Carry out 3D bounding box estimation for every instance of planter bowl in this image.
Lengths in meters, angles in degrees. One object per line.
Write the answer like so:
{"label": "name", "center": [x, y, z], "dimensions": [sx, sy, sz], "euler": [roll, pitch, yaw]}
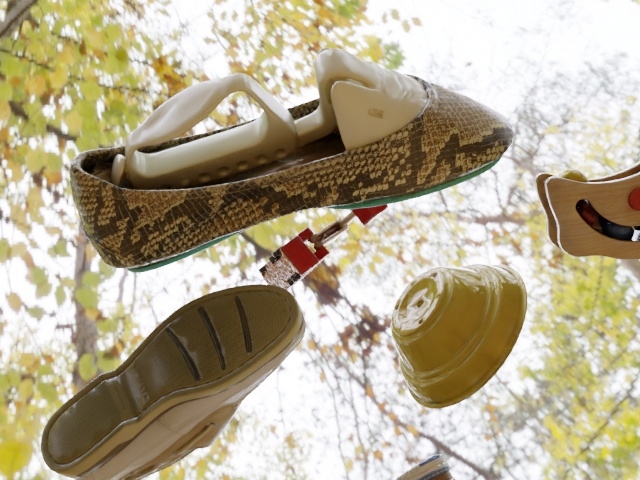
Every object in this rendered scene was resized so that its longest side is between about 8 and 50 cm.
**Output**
{"label": "planter bowl", "center": [0.156, 0.101, 1.211], "dimensions": [0.090, 0.217, 0.217], "euler": [35, -79, -22]}

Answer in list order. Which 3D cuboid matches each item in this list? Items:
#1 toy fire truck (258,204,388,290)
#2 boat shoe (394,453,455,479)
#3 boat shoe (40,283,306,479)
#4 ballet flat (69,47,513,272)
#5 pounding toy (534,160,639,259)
{"label": "toy fire truck", "center": [0.000, 0.000, 1.172], "dimensions": [0.135, 0.192, 0.047], "euler": [-37, -93, -21]}
{"label": "boat shoe", "center": [0.092, 0.318, 1.086], "dimensions": [0.066, 0.066, 0.183], "euler": [-9, -29, -39]}
{"label": "boat shoe", "center": [-0.138, 0.152, 0.962], "dimensions": [0.302, 0.113, 0.103], "euler": [-31, -40, 7]}
{"label": "ballet flat", "center": [-0.039, -0.102, 0.986], "dimensions": [0.483, 0.164, 0.182], "euler": [-15, -53, 5]}
{"label": "pounding toy", "center": [0.411, -0.048, 1.144], "dimensions": [0.269, 0.155, 0.154], "euler": [4, -82, 1]}
